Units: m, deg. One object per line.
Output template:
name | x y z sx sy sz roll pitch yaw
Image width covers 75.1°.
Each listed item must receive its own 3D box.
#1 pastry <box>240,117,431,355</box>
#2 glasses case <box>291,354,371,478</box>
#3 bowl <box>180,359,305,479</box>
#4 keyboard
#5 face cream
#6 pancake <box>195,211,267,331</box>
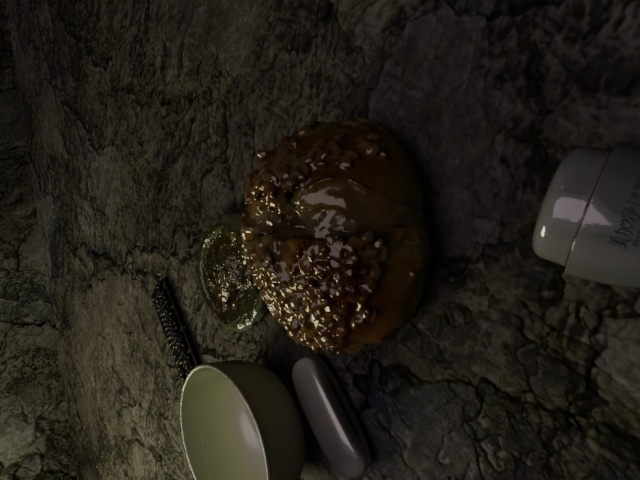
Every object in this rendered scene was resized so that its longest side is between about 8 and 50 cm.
pastry | 0.000 0.000 0.550 0.284 0.184 0.316 3 97 46
glasses case | 0.013 0.276 0.664 0.074 0.049 0.194 -49 63 37
bowl | -0.125 0.339 0.744 0.276 0.145 0.277 8 101 43
keyboard | -0.359 0.246 1.048 0.106 0.027 0.317 -49 61 37
face cream | 0.247 -0.019 0.351 0.104 0.117 0.117 23 111 31
pancake | -0.184 0.065 0.845 0.253 0.037 0.254 7 100 44
